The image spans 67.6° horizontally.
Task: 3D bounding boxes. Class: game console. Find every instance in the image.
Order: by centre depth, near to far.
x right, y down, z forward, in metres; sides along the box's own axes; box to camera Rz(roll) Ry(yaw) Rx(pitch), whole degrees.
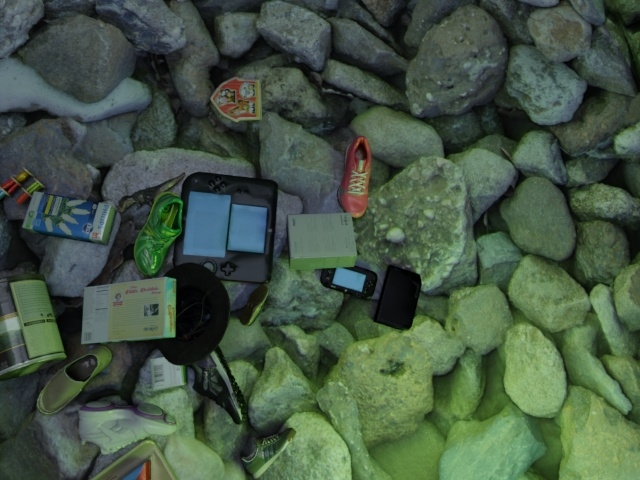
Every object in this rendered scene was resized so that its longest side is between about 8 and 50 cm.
[{"bbox_3d":[-0.331,-0.047,1.693,0.341,0.060,0.388,4,77,-5],"label":"game console"},{"bbox_3d":[0.174,0.175,1.704,0.360,0.044,0.214,17,75,-2],"label":"game console"}]

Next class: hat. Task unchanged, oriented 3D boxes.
[{"bbox_3d":[-0.408,0.241,1.561,0.330,0.134,0.332,-6,73,20],"label":"hat"}]

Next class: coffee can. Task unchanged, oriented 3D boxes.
[{"bbox_3d":[-0.929,0.266,1.476,0.201,0.201,0.276,-20,80,-11],"label":"coffee can"}]

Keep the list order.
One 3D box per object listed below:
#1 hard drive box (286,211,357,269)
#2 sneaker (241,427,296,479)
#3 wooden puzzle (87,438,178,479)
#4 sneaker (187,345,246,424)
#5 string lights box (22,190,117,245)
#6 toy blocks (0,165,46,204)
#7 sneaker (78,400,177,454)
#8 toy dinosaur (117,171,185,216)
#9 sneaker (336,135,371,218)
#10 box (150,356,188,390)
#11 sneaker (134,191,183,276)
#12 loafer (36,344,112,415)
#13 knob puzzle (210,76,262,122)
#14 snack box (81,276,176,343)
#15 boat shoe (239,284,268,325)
[{"bbox_3d":[0.000,0.000,1.680,0.231,0.089,0.181,-1,60,-7],"label":"hard drive box"},{"bbox_3d":[-0.171,0.663,1.534,0.086,0.064,0.192,44,79,0],"label":"sneaker"},{"bbox_3d":[-0.568,0.843,1.440,0.322,0.080,0.348,-34,82,-13],"label":"wooden puzzle"},{"bbox_3d":[-0.341,0.478,1.553,0.124,0.107,0.284,-29,73,-5],"label":"sneaker"},{"bbox_3d":[-0.850,-0.074,1.632,0.259,0.077,0.134,9,74,-4],"label":"string lights box"},{"bbox_3d":[-1.040,-0.169,1.638,0.123,0.054,0.148,39,75,16],"label":"toy blocks"},{"bbox_3d":[-0.602,0.591,1.497,0.304,0.114,0.152,6,89,0],"label":"sneaker"},{"bbox_3d":[-0.583,-0.148,1.691,0.268,0.064,0.118,-27,74,-15],"label":"toy dinosaur"},{"bbox_3d":[0.128,-0.239,1.751,0.115,0.136,0.314,5,76,-4],"label":"sneaker"},{"bbox_3d":[-0.489,0.425,1.546,0.101,0.087,0.101,-8,77,-9],"label":"box"},{"bbox_3d":[-0.541,-0.022,1.605,0.109,0.123,0.296,17,87,-37],"label":"sneaker"},{"bbox_3d":[-0.788,0.437,1.507,0.102,0.092,0.268,42,76,4],"label":"loafer"},{"bbox_3d":[-0.324,-0.545,1.829,0.212,0.030,0.214,1,77,-6],"label":"knob puzzle"},{"bbox_3d":[-0.615,0.227,1.530,0.321,0.060,0.187,-8,75,17],"label":"snack box"},{"bbox_3d":[-0.225,0.224,1.645,0.056,0.049,0.152,29,79,20],"label":"boat shoe"}]
